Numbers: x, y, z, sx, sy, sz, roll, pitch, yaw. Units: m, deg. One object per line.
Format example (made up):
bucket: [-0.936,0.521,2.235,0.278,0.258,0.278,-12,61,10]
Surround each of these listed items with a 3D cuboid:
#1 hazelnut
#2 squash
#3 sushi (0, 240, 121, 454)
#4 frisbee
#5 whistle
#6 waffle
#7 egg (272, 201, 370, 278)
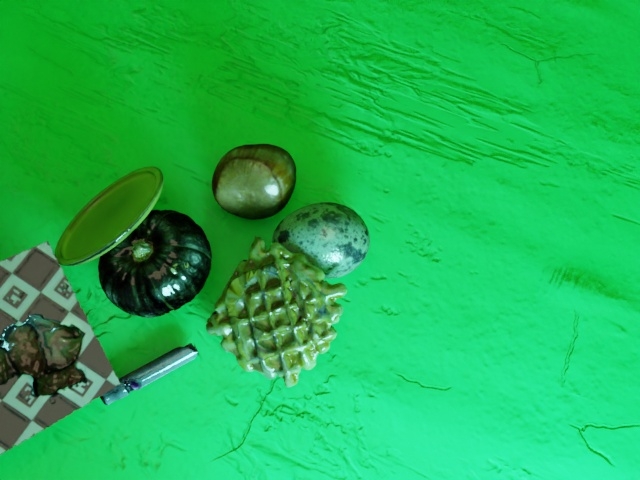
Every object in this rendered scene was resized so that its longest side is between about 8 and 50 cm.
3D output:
hazelnut: [-0.117,-0.116,1.428,0.150,0.150,0.150,0,68,0]
squash: [-0.281,0.037,1.356,0.193,0.156,0.193,-17,60,32]
sushi: [-0.516,0.189,1.304,0.292,0.059,0.294,-28,80,-15]
frisbee: [-0.364,-0.042,1.382,0.236,0.017,0.236,-27,32,19]
whistle: [-0.287,0.223,1.344,0.176,0.033,0.033,-29,71,-10]
waffle: [-0.072,0.126,1.329,0.204,0.054,0.223,31,101,3]
egg: [0.000,0.000,1.380,0.172,0.132,0.132,0,67,13]
